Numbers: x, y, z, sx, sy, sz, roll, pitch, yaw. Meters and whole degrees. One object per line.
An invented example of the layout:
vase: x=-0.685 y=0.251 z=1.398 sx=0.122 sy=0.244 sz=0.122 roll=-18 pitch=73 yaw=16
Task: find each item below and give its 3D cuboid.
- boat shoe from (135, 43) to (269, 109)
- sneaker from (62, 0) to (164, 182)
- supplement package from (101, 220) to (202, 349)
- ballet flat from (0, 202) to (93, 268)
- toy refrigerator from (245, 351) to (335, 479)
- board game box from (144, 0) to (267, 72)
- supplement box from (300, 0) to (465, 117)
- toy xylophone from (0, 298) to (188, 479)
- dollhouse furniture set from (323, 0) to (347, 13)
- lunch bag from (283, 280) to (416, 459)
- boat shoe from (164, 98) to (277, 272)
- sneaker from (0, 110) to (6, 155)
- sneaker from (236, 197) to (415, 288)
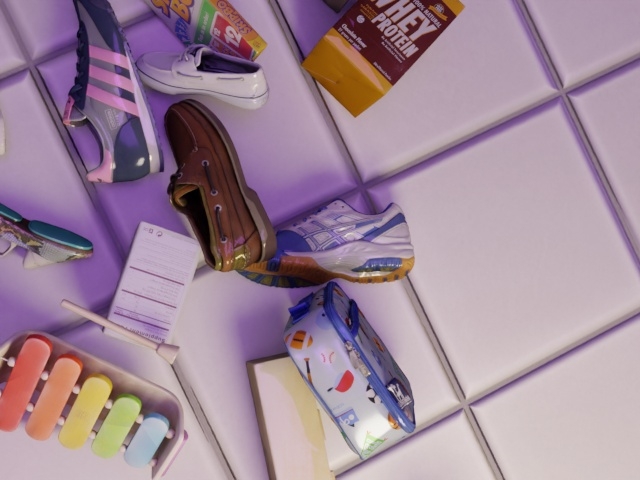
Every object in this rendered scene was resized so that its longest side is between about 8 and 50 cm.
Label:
boat shoe: x=-0.184 y=-0.271 z=1.629 sx=0.226 sy=0.076 sz=0.083 roll=13 pitch=49 yaw=11
sneaker: x=-0.346 y=-0.241 z=1.613 sx=0.131 sy=0.112 sz=0.319 roll=-19 pitch=89 yaw=-14
supplement package: x=-0.259 y=0.073 z=1.612 sx=0.105 sy=0.105 sz=0.179 roll=19 pitch=83 yaw=-11
ballet flat: x=-0.459 y=-0.005 z=1.596 sx=0.221 sy=0.077 sz=0.079 roll=25 pitch=101 yaw=-13
toy refrigerator: x=-0.041 y=0.313 z=1.641 sx=0.094 sy=0.102 sz=0.269 roll=-11 pitch=88 yaw=-12
board game box: x=-0.204 y=-0.367 z=1.644 sx=0.259 sy=0.124 sz=0.039 roll=49 pitch=55 yaw=-3
supplement box: x=0.095 y=-0.323 z=1.665 sx=0.129 sy=0.191 sz=0.194 roll=43 pitch=79 yaw=-6
toy xylophone: x=-0.341 y=0.219 z=1.550 sx=0.322 sy=0.081 sz=0.236 roll=20 pitch=124 yaw=-4
dollhouse furniture set: x=-0.057 y=-0.557 z=1.604 sx=0.394 sy=0.256 sz=0.362 roll=40 pitch=85 yaw=-7
lunch bag: x=0.041 y=0.180 z=1.563 sx=0.115 sy=0.303 sz=0.243 roll=-32 pitch=94 yaw=4
boat shoe: x=-0.178 y=-0.090 z=1.586 sx=0.104 sy=0.111 sz=0.307 roll=-18 pitch=61 yaw=-27
sneaker: x=-0.531 y=-0.197 z=1.598 sx=0.084 sy=0.058 sz=0.152 roll=-11 pitch=84 yaw=-17
sneaker: x=0.000 y=0.000 z=1.683 sx=0.296 sy=0.112 sz=0.131 roll=0 pitch=69 yaw=-13
